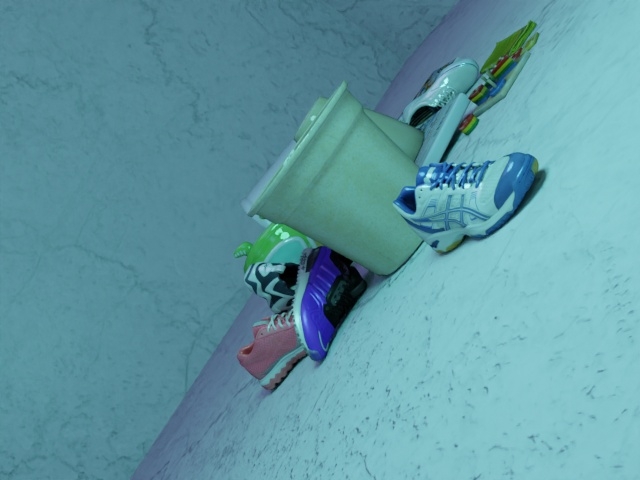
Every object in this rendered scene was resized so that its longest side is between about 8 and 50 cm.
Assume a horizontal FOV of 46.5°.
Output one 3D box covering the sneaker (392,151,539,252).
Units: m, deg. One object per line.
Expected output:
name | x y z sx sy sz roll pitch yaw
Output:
sneaker | 0.212 -0.072 1.165 0.112 0.131 0.296 -56 8 -30

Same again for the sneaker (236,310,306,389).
sneaker | -0.089 0.221 1.748 0.314 0.136 0.116 -50 8 26

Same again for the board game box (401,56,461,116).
board game box | 0.366 -0.479 2.416 0.193 0.053 0.305 -55 7 0

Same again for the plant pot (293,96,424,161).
plant pot | 0.078 -0.239 1.900 0.257 0.274 0.256 -58 8 13

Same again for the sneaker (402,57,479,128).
sneaker | 0.333 -0.387 2.037 0.258 0.094 0.091 -42 29 31

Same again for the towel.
towel | 0.470 -0.489 1.896 0.102 0.021 0.237 -54 7 -2

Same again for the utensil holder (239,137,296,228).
utensil holder | -0.055 -0.184 2.733 0.385 0.327 0.327 -53 7 2

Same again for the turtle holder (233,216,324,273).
turtle holder | -0.043 0.023 1.971 0.320 0.227 0.243 -44 -18 -9

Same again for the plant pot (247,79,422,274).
plant pot | 0.070 -0.099 1.519 0.334 0.305 0.334 -53 8 10

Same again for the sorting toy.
sorting toy | 0.400 -0.368 1.682 0.275 0.046 0.132 -56 7 -18

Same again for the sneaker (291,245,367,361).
sneaker | 0.027 0.118 1.606 0.146 0.102 0.293 -11 48 16

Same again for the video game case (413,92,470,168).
video game case | 0.233 -0.181 1.854 0.329 0.036 0.300 -62 9 -16

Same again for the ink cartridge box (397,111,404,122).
ink cartridge box | 0.314 -0.464 2.794 0.115 0.029 0.063 -52 7 20

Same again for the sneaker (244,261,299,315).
sneaker | -0.055 0.126 1.788 0.153 0.235 0.094 -12 39 45
